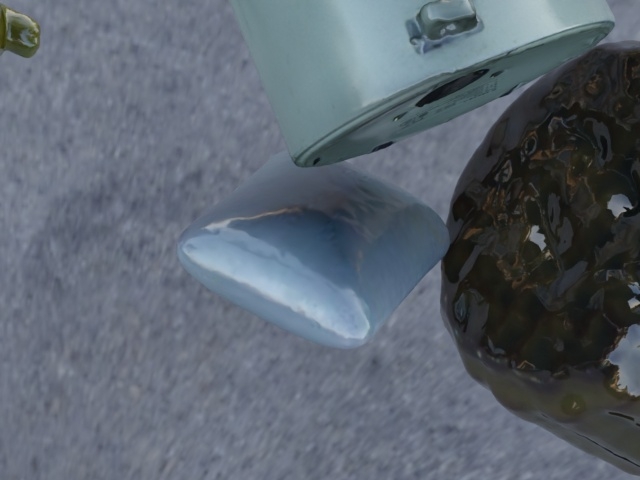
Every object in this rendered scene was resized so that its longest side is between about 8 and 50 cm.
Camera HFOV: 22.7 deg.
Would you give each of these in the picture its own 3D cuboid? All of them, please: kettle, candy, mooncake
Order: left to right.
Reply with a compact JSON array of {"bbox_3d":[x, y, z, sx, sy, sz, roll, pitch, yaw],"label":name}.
[{"bbox_3d":[0.000,0.000,1.030,0.138,0.071,0.174,26,30,12],"label":"candy"},{"bbox_3d":[0.006,-0.221,0.916,0.265,0.205,0.318,-15,83,-59],"label":"kettle"},{"bbox_3d":[0.219,0.004,1.076,0.161,0.290,0.290,26,63,-35],"label":"mooncake"}]

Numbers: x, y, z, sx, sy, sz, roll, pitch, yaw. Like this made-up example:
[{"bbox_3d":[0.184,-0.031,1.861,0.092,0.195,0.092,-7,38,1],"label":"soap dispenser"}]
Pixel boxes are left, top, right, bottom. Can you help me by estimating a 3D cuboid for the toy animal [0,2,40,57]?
[{"bbox_3d":[-0.332,-0.156,1.179,0.180,0.181,0.363,4,30,5],"label":"toy animal"}]
